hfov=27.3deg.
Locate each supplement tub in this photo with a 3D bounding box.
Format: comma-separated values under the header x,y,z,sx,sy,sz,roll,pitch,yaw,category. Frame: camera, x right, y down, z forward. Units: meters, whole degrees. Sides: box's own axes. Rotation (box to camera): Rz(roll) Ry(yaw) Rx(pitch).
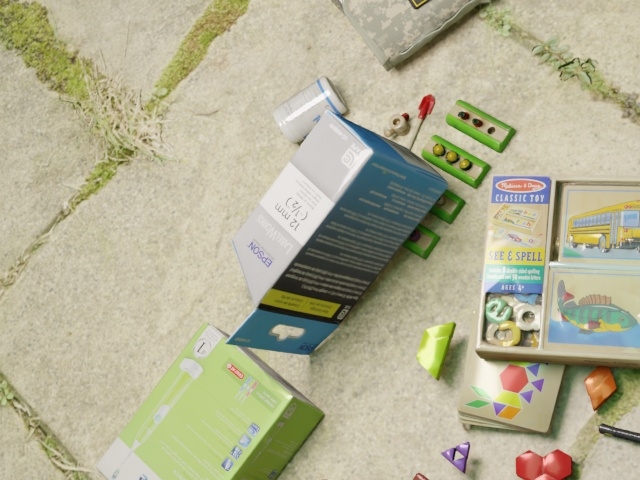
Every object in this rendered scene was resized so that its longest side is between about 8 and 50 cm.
x,y,z,sx,sy,sz,roll,pitch,yaw,category
-0.017,-0.214,2.159,0.107,0.071,0.071,-33,60,11,supplement tub

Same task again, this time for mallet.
x,y,z,sx,sy,sz,roll,pitch,yaw,category
0.458,0.269,1.751,0.189,0.062,0.039,12,75,29,mallet

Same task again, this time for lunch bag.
x,y,z,sx,sy,sz,roll,pitch,yaw,category
0.123,-0.445,2.131,0.235,0.169,0.287,-36,67,5,lunch bag

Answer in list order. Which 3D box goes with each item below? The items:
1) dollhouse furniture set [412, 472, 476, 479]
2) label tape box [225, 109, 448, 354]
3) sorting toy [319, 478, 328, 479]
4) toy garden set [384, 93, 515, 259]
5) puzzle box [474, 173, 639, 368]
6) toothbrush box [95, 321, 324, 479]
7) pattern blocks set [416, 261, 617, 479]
x,y,z,sx,sy,sz,roll,pitch,yaw,category
0.128,0.507,1.744,0.152,0.201,0.374,33,93,31,dollhouse furniture set
0.000,0.000,1.927,0.115,0.249,0.348,46,105,28,label tape box
-0.022,0.479,1.905,0.132,0.046,0.275,-18,64,18,sorting toy
0.150,-0.124,2.057,0.204,0.049,0.244,33,87,31,toy garden set
0.428,0.040,1.832,0.408,0.052,0.272,1,71,18,puzzle box
-0.169,0.303,2.000,0.206,0.122,0.283,36,87,32,toothbrush box
0.276,0.185,1.875,0.285,0.026,0.325,21,80,22,pattern blocks set
